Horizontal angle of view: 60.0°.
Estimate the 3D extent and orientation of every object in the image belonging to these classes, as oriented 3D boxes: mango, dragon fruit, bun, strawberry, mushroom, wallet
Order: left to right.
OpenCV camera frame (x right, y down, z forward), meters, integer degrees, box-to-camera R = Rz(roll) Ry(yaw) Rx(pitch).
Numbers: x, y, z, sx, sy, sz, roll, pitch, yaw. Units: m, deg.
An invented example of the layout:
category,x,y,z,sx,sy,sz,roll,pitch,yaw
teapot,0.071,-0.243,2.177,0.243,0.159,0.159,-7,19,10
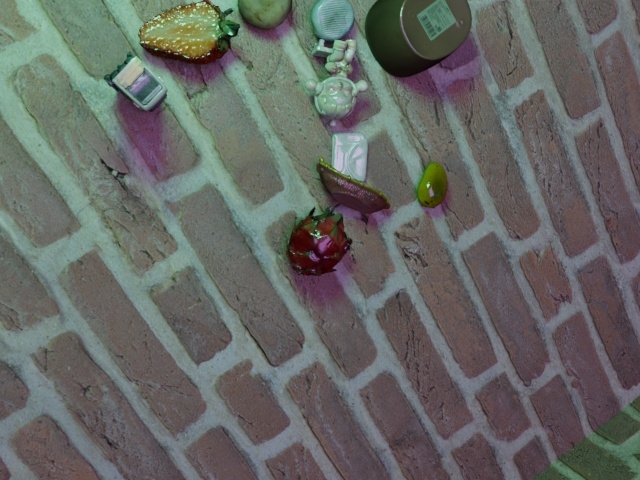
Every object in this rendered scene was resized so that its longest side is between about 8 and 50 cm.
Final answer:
category,x,y,z,sx,sy,sz,roll,pitch,yaw
strawberry,-0.371,-0.588,1.607,0.286,0.106,0.188,-7,80,-3
mushroom,-0.166,-0.708,1.629,0.166,0.127,0.166,-6,136,-6
dragon fruit,0.000,0.000,1.796,0.192,0.193,0.274,32,89,7
bun,0.035,-0.690,1.723,0.141,0.083,0.140,-5,111,-14
wallet,0.097,-0.268,1.849,0.124,0.032,0.182,-1,102,-15
mango,0.392,-0.193,1.934,0.103,0.076,0.161,11,89,-13

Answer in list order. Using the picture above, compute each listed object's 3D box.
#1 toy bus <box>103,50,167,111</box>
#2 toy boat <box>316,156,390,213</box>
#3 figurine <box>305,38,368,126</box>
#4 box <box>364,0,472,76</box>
category,x,y,z,sx,sy,sz,roll,pitch,yaw
toy bus,-0.487,-0.409,1.473,0.097,0.342,0.138,-47,113,-5
toy boat,0.112,-0.159,1.822,0.318,0.141,0.099,28,61,-30
figurine,0.041,-0.491,1.742,0.182,0.145,0.256,0,98,-38
box,0.312,-0.674,1.744,0.301,0.216,0.300,-3,102,-15
